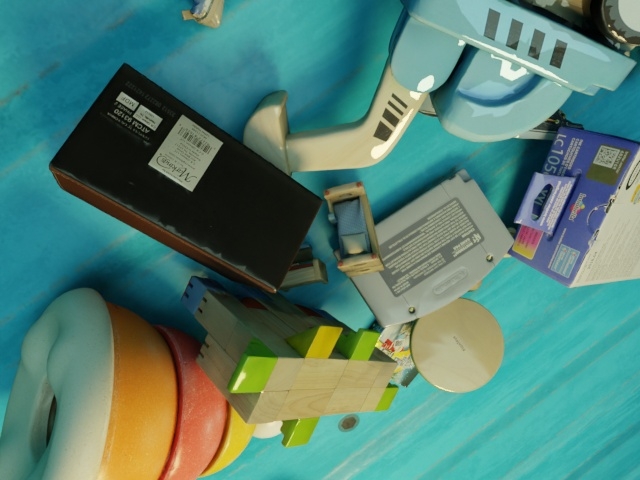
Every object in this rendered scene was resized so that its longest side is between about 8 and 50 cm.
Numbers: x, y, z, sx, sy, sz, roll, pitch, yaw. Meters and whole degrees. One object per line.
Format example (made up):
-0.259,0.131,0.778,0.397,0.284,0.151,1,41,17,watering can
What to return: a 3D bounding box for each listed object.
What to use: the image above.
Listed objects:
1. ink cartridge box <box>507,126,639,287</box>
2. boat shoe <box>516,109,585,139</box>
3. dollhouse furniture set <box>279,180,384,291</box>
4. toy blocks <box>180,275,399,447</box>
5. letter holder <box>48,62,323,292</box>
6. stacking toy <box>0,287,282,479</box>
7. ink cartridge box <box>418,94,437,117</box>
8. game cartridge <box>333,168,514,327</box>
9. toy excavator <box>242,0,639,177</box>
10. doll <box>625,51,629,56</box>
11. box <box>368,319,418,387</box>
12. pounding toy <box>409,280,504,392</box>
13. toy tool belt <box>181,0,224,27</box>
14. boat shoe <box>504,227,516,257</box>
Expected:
0.548,-0.063,0.830,0.396,0.151,0.269,-2,116,-34,ink cartridge box
0.441,-0.238,0.815,0.184,0.065,0.083,-3,114,-17,boat shoe
0.000,0.000,0.712,0.184,0.129,0.129,-13,75,9,dollhouse furniture set
-0.061,0.169,0.706,0.382,0.261,0.190,20,97,-47,toy blocks
-0.191,-0.064,0.619,0.302,0.214,0.151,33,73,-23,letter holder
-0.219,0.282,0.704,0.480,0.351,0.350,18,105,-41,stacking toy
0.271,-0.309,0.710,0.218,0.092,0.158,-17,116,-13,ink cartridge box
0.199,0.023,0.799,0.297,0.062,0.198,-32,92,-4,game cartridge
0.147,-0.219,0.572,0.434,0.222,0.444,18,123,-8,toy excavator
0.572,-0.427,0.793,0.129,0.046,0.188,-15,116,-12,doll
0.196,0.197,0.924,0.159,0.044,0.233,33,98,-28,box
0.257,0.179,0.871,0.183,0.110,0.236,-10,85,-3,pounding toy
-0.156,-0.335,0.572,0.051,0.052,0.083,4,110,-30,toy tool belt
0.402,0.000,0.909,0.170,0.063,0.059,0,109,-29,boat shoe
